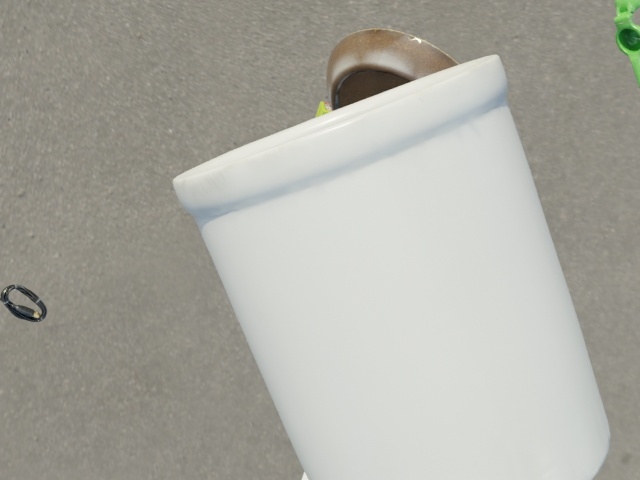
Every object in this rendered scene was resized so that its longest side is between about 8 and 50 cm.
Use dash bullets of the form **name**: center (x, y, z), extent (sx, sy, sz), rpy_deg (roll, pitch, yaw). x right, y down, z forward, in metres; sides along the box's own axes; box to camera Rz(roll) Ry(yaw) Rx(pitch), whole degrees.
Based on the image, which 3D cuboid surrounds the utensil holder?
- **utensil holder**: center (0.079, 0.057, 0.852), extent (0.328, 0.327, 0.385), rpy_deg (-23, 101, -11)

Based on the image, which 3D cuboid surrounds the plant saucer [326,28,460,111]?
- **plant saucer**: center (0.131, -0.197, 1.378), extent (0.050, 0.311, 0.310), rpy_deg (-53, 122, -27)

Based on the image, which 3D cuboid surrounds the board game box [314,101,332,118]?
- **board game box**: center (0.015, -0.166, 1.646), extent (0.092, 0.043, 0.181), rpy_deg (14, 121, -15)

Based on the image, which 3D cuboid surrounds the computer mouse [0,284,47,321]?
- **computer mouse**: center (-0.575, 0.090, 1.438), extent (0.242, 0.041, 0.071), rpy_deg (19, 91, -26)

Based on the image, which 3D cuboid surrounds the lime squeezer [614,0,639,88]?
- **lime squeezer**: center (0.534, -0.361, 1.447), extent (0.110, 0.059, 0.310), rpy_deg (6, 87, -48)

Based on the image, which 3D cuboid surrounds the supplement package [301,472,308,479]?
- **supplement package**: center (0.130, 0.293, 1.160), extent (0.262, 0.145, 0.204), rpy_deg (19, 85, 11)
